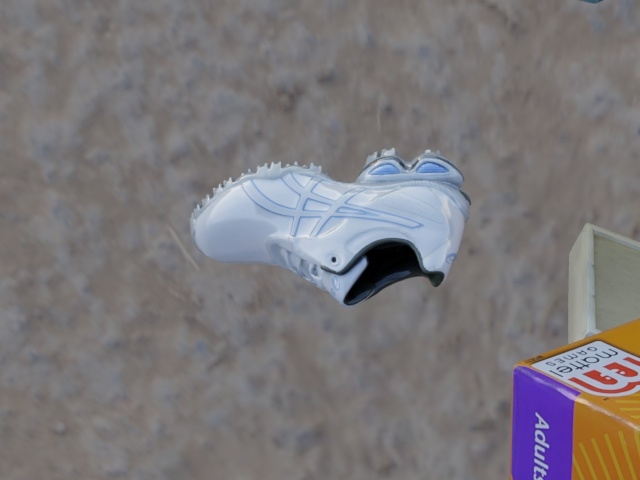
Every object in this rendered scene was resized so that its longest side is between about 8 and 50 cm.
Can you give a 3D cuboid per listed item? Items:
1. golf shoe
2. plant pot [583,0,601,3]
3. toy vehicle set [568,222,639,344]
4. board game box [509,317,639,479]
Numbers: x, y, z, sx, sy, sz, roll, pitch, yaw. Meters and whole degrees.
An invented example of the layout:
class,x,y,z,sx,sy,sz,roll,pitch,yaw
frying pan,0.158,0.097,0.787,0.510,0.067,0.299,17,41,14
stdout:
class,x,y,z,sx,sy,sz,roll,pitch,yaw
golf shoe,0.000,0.000,1.156,0.176,0.069,0.086,-10,53,23
plant pot,0.219,-0.302,1.486,0.166,0.165,0.234,21,66,43
toy vehicle set,0.324,0.085,1.552,0.267,0.166,0.035,21,121,-4
board game box,0.348,0.238,1.097,0.356,0.356,0.356,-17,27,-34
